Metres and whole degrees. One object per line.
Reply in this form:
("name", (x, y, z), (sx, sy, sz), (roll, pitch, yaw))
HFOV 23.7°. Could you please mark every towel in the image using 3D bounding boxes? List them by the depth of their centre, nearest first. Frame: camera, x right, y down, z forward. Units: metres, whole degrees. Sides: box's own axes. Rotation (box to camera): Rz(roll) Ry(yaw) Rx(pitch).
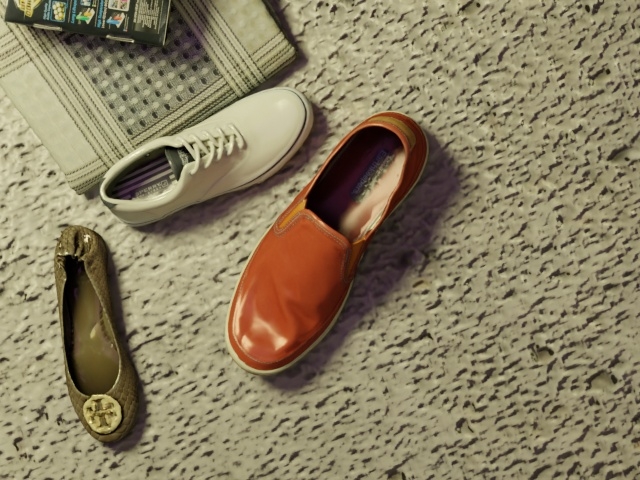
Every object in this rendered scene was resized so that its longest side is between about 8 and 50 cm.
("towel", (-0.231, -0.260, 1.688), (0.312, 0.056, 0.324), (-31, 100, 7))

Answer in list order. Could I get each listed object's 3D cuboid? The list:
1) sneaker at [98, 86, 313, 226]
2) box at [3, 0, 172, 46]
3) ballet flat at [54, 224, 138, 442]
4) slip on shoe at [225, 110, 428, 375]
("sneaker", (-0.126, -0.090, 1.683), (0.258, 0.091, 0.094), (-31, 81, 7))
("box", (-0.237, -0.328, 1.628), (0.175, 0.051, 0.220), (8, 102, -4))
("ballet flat", (-0.259, 0.105, 1.711), (0.084, 0.058, 0.249), (-10, 84, 11))
("slip on shoe", (0.000, 0.000, 1.649), (0.123, 0.101, 0.331), (36, 94, 9))
